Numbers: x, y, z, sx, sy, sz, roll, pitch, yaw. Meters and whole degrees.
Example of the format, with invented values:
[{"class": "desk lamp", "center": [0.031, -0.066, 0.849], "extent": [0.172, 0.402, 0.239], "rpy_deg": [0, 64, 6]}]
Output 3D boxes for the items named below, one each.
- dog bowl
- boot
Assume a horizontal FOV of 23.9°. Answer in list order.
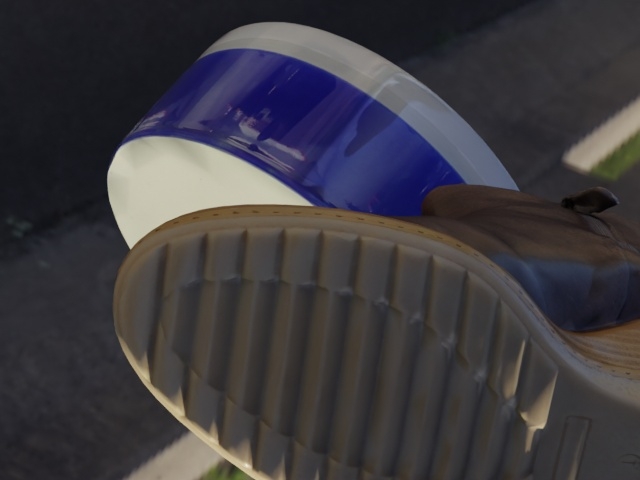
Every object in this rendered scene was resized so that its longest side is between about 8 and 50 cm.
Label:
[{"class": "dog bowl", "center": [0.000, 0.000, 0.934], "extent": [0.104, 0.265, 0.265], "rpy_deg": [-49, 155, -27]}, {"class": "boot", "center": [0.050, 0.023, 0.521], "extent": [0.207, 0.248, 0.090], "rpy_deg": [-111, -141, -71]}]
